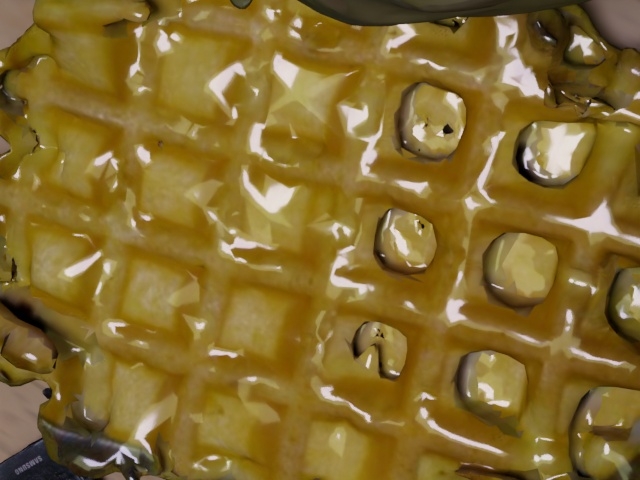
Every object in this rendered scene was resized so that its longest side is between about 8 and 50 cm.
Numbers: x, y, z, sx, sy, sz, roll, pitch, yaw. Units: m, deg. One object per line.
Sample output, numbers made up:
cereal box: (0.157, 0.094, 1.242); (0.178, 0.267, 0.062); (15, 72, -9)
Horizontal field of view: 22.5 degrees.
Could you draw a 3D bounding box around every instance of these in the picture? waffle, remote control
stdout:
waffle: (-0.001, 0.000, 0.558); (0.280, 0.060, 0.262); (-33, 89, 20)
remote control: (-0.092, 0.122, 0.646); (0.039, 0.014, 0.096); (-31, 93, 23)

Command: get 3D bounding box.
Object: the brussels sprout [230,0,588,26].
brussels sprout: (0.058, -0.185, 0.374); (0.242, 0.274, 0.317); (58, 157, -6)
